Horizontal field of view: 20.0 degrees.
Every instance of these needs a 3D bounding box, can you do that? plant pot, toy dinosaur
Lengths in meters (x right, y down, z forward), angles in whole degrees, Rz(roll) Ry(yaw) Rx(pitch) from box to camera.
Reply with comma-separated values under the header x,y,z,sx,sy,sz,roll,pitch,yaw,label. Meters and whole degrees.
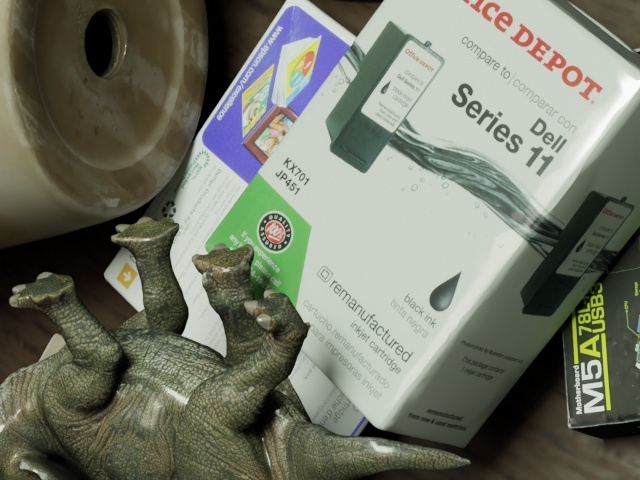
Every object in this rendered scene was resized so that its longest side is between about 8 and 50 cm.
x,y,z,sx,sy,sz,roll,pitch,yaw,label
-0.230,-0.115,1.041,0.280,0.323,0.323,3,78,30,plant pot
-0.059,0.087,0.880,0.313,0.121,0.160,5,117,24,toy dinosaur

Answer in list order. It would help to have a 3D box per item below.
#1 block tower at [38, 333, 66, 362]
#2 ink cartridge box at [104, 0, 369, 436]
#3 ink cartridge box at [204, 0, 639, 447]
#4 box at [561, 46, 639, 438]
x,y,z,sx,sy,sz,roll,pitch,yaw,label
-0.047,0.168,0.964,0.335,0.097,0.091,35,97,37,block tower
0.000,0.000,1.007,0.208,0.045,0.206,42,102,35,ink cartridge box
0.066,-0.027,0.890,0.153,0.087,0.208,44,104,33,ink cartridge box
0.202,-0.009,0.871,0.184,0.045,0.191,-13,70,34,box
